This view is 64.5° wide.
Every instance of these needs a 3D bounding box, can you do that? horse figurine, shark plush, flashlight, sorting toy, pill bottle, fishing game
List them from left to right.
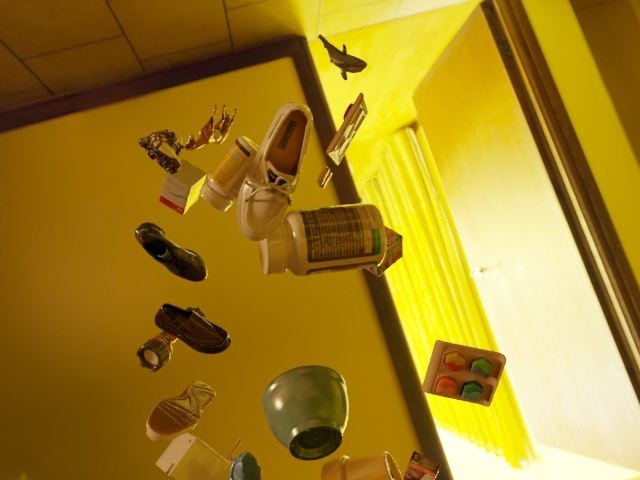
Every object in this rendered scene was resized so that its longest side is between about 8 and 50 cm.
[{"bbox_3d":[-0.502,0.329,1.756,0.103,0.103,0.304,-44,-179,29],"label":"flashlight"},{"bbox_3d":[-0.380,-0.404,1.824,0.174,0.066,0.263,-62,176,20],"label":"horse figurine"},{"bbox_3d":[-0.252,-0.192,1.483,0.208,0.119,0.119,-48,165,10],"label":"pill bottle"},{"bbox_3d":[-0.284,0.912,1.947,0.041,0.264,0.189,20,104,-46],"label":"fishing game"},{"bbox_3d":[0.000,0.000,1.544,0.361,0.204,0.204,-6,168,-15],"label":"pill bottle"},{"bbox_3d":[0.060,-0.319,1.651,0.307,0.041,0.229,-60,173,3],"label":"sorting toy"},{"bbox_3d":[0.063,-0.550,1.487,0.073,0.161,0.067,-47,-173,-36],"label":"shark plush"},{"bbox_3d":[0.424,0.400,1.506,0.208,0.193,0.038,13,-157,7],"label":"sorting toy"}]

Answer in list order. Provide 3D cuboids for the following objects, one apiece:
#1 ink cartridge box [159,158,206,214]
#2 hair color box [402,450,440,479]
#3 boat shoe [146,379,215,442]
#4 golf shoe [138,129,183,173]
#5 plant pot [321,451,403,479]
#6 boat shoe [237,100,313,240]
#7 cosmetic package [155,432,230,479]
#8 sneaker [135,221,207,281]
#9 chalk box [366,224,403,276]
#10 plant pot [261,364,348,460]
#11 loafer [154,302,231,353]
[{"bbox_3d":[-0.588,-0.229,2.167,0.176,0.127,0.128,-60,178,41],"label":"ink cartridge box"},{"bbox_3d":[0.323,0.757,1.638,0.053,0.093,0.167,-50,152,-40],"label":"hair color box"},{"bbox_3d":[-0.349,0.441,1.254,0.096,0.098,0.277,-58,170,8],"label":"boat shoe"},{"bbox_3d":[-0.376,-0.231,1.247,0.094,0.198,0.077,-38,135,-16],"label":"golf shoe"},{"bbox_3d":[0.164,0.888,1.837,0.239,0.254,0.254,-29,169,12],"label":"plant pot"},{"bbox_3d":[-0.106,-0.154,1.227,0.135,0.367,0.156,23,-167,-11],"label":"boat shoe"},{"bbox_3d":[-0.464,0.814,1.845,0.151,0.184,0.151,-8,-142,53],"label":"cosmetic package"},{"bbox_3d":[-0.458,0.056,1.562,0.101,0.267,0.106,-48,-150,3],"label":"sneaker"},{"bbox_3d":[0.238,0.052,2.167,0.213,0.132,0.132,-37,141,-26],"label":"chalk box"},{"bbox_3d":[-0.034,0.579,1.647,0.293,0.293,0.196,-17,-146,-4],"label":"plant pot"},{"bbox_3d":[-0.342,0.232,1.346,0.220,0.080,0.078,21,139,2],"label":"loafer"}]
